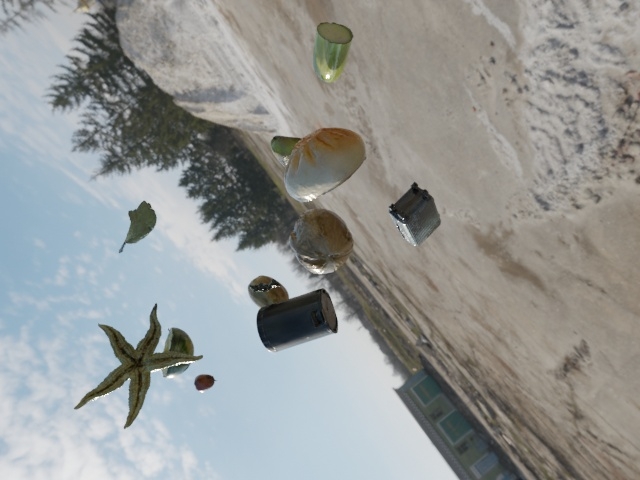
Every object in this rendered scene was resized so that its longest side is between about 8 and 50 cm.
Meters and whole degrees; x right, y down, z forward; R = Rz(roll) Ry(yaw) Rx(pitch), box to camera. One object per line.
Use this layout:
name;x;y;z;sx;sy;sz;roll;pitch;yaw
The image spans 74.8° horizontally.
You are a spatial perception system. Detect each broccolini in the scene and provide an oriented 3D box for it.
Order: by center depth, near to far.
broccolini;-0.223;0.202;1.946;0.271;0.123;0.062;7;-95;-78

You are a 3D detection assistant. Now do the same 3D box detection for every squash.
squash;0.030;-0.592;1.348;0.123;0.123;0.186;51;155;17

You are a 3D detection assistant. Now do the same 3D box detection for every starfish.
starfish;-0.577;0.376;1.280;0.347;0.358;0.078;46;148;22

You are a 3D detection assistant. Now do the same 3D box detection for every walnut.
walnut;0.000;0.000;1.975;0.333;0.333;0.333;51;179;1

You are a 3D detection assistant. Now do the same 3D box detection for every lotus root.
lotus root;-0.257;0.312;2.281;0.310;0.182;0.183;35;174;19

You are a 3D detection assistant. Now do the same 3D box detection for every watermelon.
watermelon;-0.596;0.470;1.755;0.127;0.204;0.232;9;164;-23

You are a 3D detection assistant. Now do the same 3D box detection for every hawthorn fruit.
hawthorn fruit;-0.518;0.638;1.890;0.081;0.093;0.081;157;90;-85

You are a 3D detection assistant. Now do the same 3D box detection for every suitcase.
suitcase;0.448;-0.114;1.977;0.128;0.202;0.312;45;177;37

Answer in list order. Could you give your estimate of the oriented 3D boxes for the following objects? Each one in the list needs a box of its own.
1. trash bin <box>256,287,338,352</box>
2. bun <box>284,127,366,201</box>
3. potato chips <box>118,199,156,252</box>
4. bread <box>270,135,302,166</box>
trash bin;-0.092;0.337;1.783;0.202;0.302;0.252;69;-164;-1
bun;-0.007;-0.268;1.362;0.164;0.299;0.299;55;178;-19
potato chips;-0.743;-0.048;1.678;0.059;0.167;0.228;18;-147;8
bread;-0.082;-0.327;1.695;0.166;0.112;0.383;9;180;11
